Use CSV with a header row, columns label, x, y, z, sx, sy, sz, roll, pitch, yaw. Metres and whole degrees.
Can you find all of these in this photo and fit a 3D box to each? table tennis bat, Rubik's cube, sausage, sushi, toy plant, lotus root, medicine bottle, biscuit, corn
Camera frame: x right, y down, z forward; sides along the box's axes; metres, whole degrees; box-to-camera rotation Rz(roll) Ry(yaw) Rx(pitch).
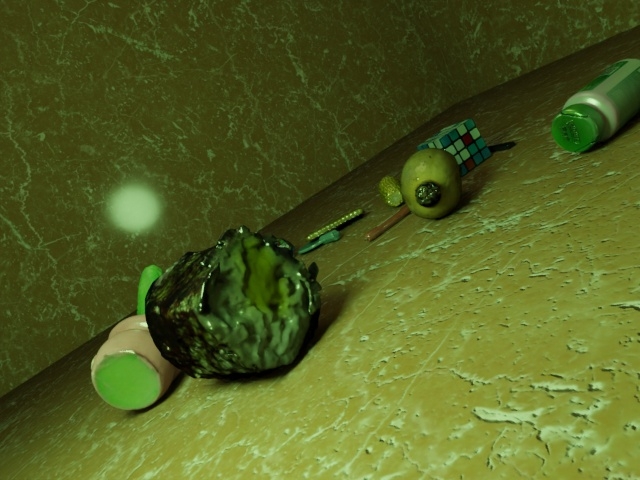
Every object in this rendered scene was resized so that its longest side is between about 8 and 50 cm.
label,x,y,z,sx,sy,sz,roll,pitch,yaw
table tennis bat,0.000,0.000,1.842,0.153,0.040,0.244,-35,8,-31
Rubik's cube,0.455,-0.306,1.661,0.154,0.151,0.155,-36,12,-16
sausage,0.220,-0.060,1.513,0.223,0.029,0.029,-35,11,-20
sushi,-0.182,0.145,1.026,0.294,0.299,0.282,-25,40,44
toy plant,-0.465,0.266,1.313,0.210,0.317,0.356,-4,17,7
lotus root,0.294,-0.145,1.292,0.182,0.183,0.310,-27,12,23
medicine bottle,0.671,-0.317,1.152,0.274,0.134,0.133,-36,11,-23
Rubik's cube,-0.154,0.044,1.913,0.111,0.111,0.093,-34,-16,-12
biscuit,0.053,-0.064,1.905,0.254,0.029,0.172,-27,1,-3
corn,0.263,-0.181,1.789,0.260,0.091,0.091,-79,13,-75

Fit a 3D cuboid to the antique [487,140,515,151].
label,x,y,z,sx,sy,sz,roll,pitch,yaw
antique,0.600,-0.316,1.664,0.031,0.015,0.192,-34,10,-7
